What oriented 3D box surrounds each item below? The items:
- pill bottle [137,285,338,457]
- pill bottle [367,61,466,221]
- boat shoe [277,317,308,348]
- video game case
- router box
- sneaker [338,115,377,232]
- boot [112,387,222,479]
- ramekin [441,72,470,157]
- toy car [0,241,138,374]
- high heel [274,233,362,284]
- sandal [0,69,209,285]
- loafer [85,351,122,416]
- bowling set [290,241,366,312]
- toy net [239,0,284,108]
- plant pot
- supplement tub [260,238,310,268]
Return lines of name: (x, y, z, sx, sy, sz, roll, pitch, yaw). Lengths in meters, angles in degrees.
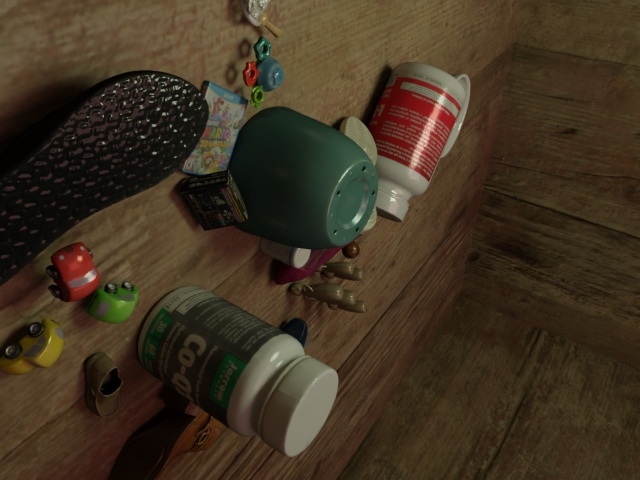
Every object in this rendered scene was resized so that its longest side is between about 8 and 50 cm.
pill bottle: (-0.159, 0.244, 1.005, 0.204, 0.360, 0.204, -41, 143, -41)
pill bottle: (0.234, -0.271, 1.479, 0.408, 0.228, 0.229, -66, 153, -2)
boat shoe: (-0.121, 0.316, 1.417, 0.258, 0.108, 0.089, -57, 148, -24)
video game case: (-0.198, -0.201, 0.975, 0.119, 0.015, 0.167, 5, 105, -62)
router box: (-0.198, -0.074, 0.986, 0.123, 0.092, 0.038, 72, 11, -53)
sneaker: (0.054, -0.161, 1.332, 0.131, 0.148, 0.350, 28, 52, -33)
boot: (-0.326, 0.455, 1.173, 0.284, 0.108, 0.220, -65, 158, -21)
ramekin: (0.380, -0.425, 1.727, 0.277, 0.135, 0.277, -44, 147, -39)
toy car: (-0.363, 0.109, 0.826, 0.239, 0.053, 0.225, -56, 164, 13)
high heel: (0.000, 0.000, 1.450, 0.181, 0.127, 0.377, -42, 174, 29)
sandal: (-0.352, -0.102, 0.699, 0.445, 0.107, 0.168, -40, 145, -22)
loafer: (-0.391, 0.271, 0.944, 0.056, 0.050, 0.148, -37, 140, -45)
bowling set: (0.039, 0.102, 1.545, 0.287, 0.154, 0.200, 43, 54, -60)
toy net: (-0.121, -0.370, 0.960, 0.122, 0.045, 0.232, -46, 145, -33)
plant pot: (-0.022, -0.112, 1.102, 0.293, 0.235, 0.293, -35, 138, -40)
supplement tub: (-0.084, 0.017, 1.250, 0.071, 0.107, 0.071, -40, 142, -41)
